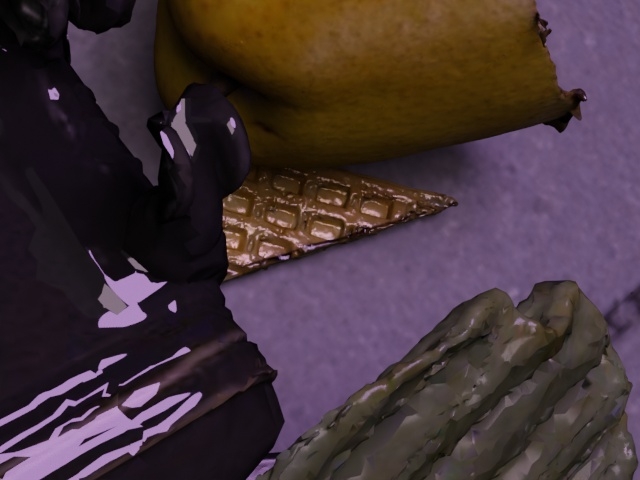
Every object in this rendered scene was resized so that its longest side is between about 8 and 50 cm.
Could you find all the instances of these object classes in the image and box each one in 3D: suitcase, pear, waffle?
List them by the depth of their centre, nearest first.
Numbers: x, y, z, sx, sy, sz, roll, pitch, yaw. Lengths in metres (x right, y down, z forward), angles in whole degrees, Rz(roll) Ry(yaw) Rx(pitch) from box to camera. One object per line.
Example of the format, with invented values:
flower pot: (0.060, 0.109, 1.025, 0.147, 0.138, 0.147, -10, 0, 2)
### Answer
suitcase: (-0.191, 0.105, 0.482, 0.283, 0.434, 0.194, -28, 78, -37)
pear: (-0.007, -0.119, 0.741, 0.178, 0.267, 0.267, -35, 88, -2)
waffle: (0.000, 0.000, 0.803, 0.152, 0.023, 0.098, 15, 71, -15)

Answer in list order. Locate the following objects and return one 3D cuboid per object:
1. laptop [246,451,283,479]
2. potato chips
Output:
laptop: (-0.004, 0.175, 0.756, 0.180, 0.016, 0.129, -2, 74, -19)
potato chips: (0.013, 0.220, 0.612, 0.429, 0.070, 0.358, -52, 137, -10)
